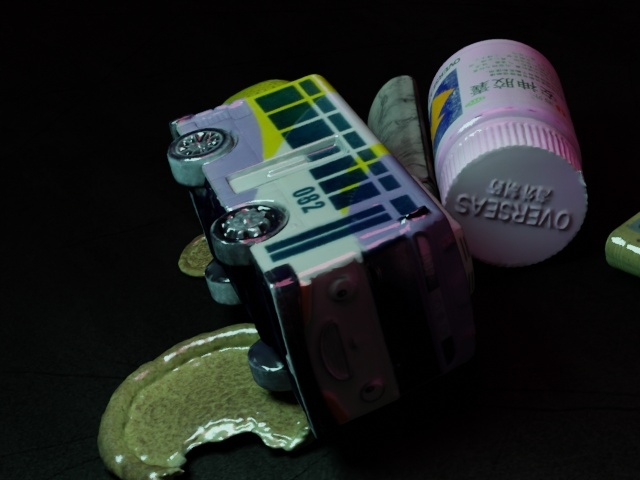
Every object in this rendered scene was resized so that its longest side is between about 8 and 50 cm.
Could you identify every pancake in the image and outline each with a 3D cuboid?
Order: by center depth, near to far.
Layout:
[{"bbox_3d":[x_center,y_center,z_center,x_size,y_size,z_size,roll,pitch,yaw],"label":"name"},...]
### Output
[{"bbox_3d":[-0.106,0.180,1.628,0.288,0.033,0.286,5,36,31],"label":"pancake"},{"bbox_3d":[-0.133,0.016,1.928,0.115,0.011,0.115,-10,32,6],"label":"pancake"}]

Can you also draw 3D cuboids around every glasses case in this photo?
[{"bbox_3d":[0.104,-0.107,1.918,0.060,0.114,0.299,16,30,-11],"label":"glasses case"}]

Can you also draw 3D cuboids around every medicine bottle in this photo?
[{"bbox_3d":[0.225,-0.112,1.808,0.178,0.178,0.290,-11,31,9],"label":"medicine bottle"}]

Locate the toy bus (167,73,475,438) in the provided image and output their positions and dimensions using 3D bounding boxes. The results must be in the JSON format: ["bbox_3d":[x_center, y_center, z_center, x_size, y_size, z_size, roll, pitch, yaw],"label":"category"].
[{"bbox_3d":[0.000,0.000,1.641,0.249,0.209,0.440,-20,31,-9],"label":"toy bus"}]

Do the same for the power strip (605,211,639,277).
[{"bbox_3d":[0.491,-0.068,1.725,0.387,0.066,0.092,-32,37,-27],"label":"power strip"}]

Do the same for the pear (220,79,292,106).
[{"bbox_3d":[-0.064,-0.113,1.929,0.198,0.198,0.198,-12,31,7],"label":"pear"}]
